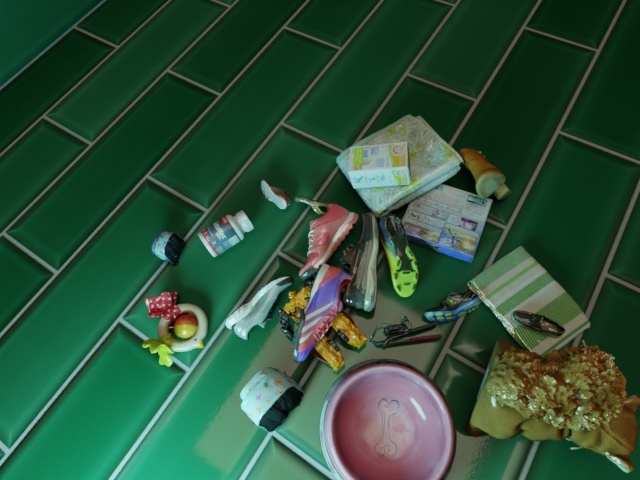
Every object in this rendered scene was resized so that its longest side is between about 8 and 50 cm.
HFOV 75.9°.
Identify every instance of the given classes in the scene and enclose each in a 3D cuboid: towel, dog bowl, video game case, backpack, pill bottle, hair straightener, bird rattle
[{"bbox_3d":[0.287,-0.291,1.532,0.375,0.090,0.320,-31,55,0],"label":"towel"},{"bbox_3d":[0.192,0.534,1.166,0.408,0.150,0.407,-2,65,5],"label":"dog bowl"},{"bbox_3d":[0.445,-0.078,1.474,0.270,0.061,0.244,21,68,15],"label":"video game case"},{"bbox_3d":[-0.148,0.461,1.209,0.166,0.188,0.144,-44,69,-13],"label":"backpack"},{"bbox_3d":[-0.341,-0.031,1.499,0.180,0.108,0.108,-34,67,-11],"label":"pill bottle"},{"bbox_3d":[0.271,0.293,1.334,0.231,0.047,0.089,-11,64,5],"label":"hair straightener"},{"bbox_3d":[0.677,0.203,1.340,0.248,0.038,0.324,-31,65,-10],"label":"towel"},{"bbox_3d":[-0.558,0.021,1.490,0.084,0.114,0.104,12,68,10],"label":"backpack"},{"bbox_3d":[-0.482,0.288,1.383,0.207,0.143,0.253,-1,52,-8],"label":"bird rattle"}]

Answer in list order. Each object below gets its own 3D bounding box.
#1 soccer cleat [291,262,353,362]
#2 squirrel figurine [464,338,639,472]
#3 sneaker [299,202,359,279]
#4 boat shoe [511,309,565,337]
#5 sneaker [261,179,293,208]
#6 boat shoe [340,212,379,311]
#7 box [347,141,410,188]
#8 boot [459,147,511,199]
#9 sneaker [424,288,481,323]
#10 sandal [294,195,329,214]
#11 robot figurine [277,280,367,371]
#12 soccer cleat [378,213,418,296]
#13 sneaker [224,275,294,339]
[{"bbox_3d":[0.004,0.225,1.259,0.117,0.108,0.318,17,66,8],"label":"soccer cleat"},{"bbox_3d":[0.611,0.421,1.045,0.371,0.397,0.281,20,64,23],"label":"squirrel figurine"},{"bbox_3d":[0.000,0.000,1.437,0.136,0.116,0.313,36,68,4],"label":"sneaker"},{"bbox_3d":[0.673,0.250,1.267,0.152,0.049,0.056,18,67,13],"label":"boat shoe"},{"bbox_3d":[-0.168,-0.181,1.592,0.065,0.061,0.158,-28,64,-38],"label":"sneaker"},{"bbox_3d":[0.132,0.062,1.401,0.130,0.132,0.355,2,64,6],"label":"boat shoe"},{"bbox_3d":[0.208,-0.261,1.431,0.203,0.103,0.114,-1,63,17],"label":"box"},{"bbox_3d":[0.554,-0.248,1.447,0.104,0.295,0.211,-45,61,25],"label":"boot"},{"bbox_3d":[0.428,0.214,1.348,0.188,0.067,0.078,-21,44,-3],"label":"sneaker"},{"bbox_3d":[-0.013,-0.125,1.537,0.180,0.072,0.049,15,97,4],"label":"sandal"},{"bbox_3d":[-0.003,0.272,1.340,0.211,0.085,0.291,-42,69,-14],"label":"robot figurine"},{"bbox_3d":[0.266,0.049,1.413,0.094,0.121,0.288,-13,87,-4],"label":"soccer cleat"},{"bbox_3d":[-0.188,0.221,1.384,0.271,0.100,0.108,-42,83,-10],"label":"sneaker"}]
